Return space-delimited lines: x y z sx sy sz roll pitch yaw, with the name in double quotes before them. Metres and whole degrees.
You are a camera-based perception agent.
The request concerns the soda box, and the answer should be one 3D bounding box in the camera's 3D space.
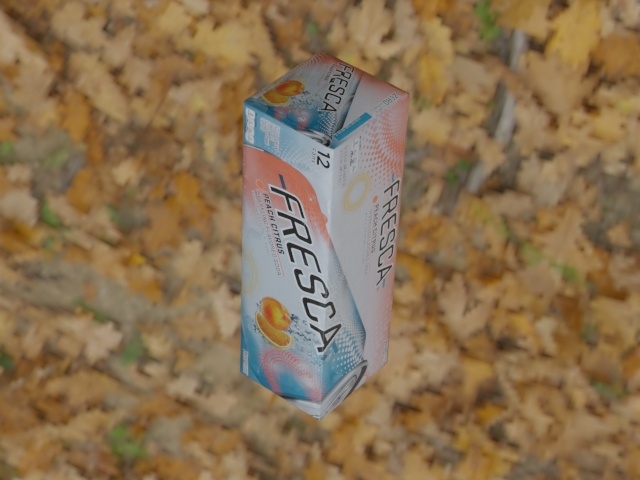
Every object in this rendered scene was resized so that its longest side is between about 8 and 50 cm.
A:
"soda box" 0.000 0.000 0.910 0.058 0.063 0.183 29 137 28
